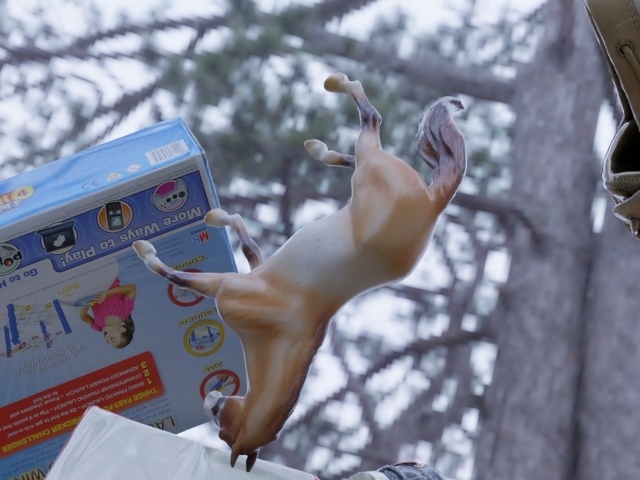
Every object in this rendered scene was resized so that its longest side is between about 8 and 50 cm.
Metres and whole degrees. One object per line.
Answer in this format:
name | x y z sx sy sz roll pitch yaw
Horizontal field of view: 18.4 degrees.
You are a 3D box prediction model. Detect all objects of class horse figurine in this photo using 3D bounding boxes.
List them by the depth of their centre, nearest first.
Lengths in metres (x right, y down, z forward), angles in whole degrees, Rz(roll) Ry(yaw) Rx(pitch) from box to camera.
horse figurine | 0.000 0.000 1.259 0.263 0.174 0.066 -39 -41 -1

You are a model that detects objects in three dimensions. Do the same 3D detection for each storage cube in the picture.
storage cube | -0.122 0.264 1.399 0.184 0.215 0.193 17 -52 8

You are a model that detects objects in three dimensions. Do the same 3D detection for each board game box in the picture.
board game box | -0.230 0.072 1.929 0.308 0.086 0.302 -21 -56 -10

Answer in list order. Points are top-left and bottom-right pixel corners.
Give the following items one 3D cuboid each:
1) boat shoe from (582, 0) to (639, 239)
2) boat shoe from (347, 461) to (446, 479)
boat shoe | 0.257 -0.057 1.439 0.110 0.121 0.341 -16 -58 0
boat shoe | 0.012 0.139 0.902 0.042 0.049 0.133 -4 -25 -36
